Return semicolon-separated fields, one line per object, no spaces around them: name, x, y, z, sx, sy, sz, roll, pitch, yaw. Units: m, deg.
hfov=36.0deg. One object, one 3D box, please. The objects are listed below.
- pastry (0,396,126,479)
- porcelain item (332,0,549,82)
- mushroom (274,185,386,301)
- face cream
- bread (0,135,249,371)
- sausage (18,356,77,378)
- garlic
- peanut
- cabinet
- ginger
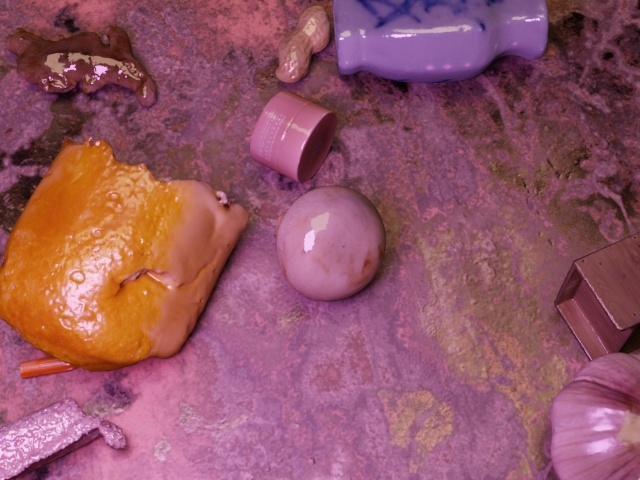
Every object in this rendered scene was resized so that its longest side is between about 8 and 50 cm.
pastry;-0.459;0.329;1.615;0.265;0.103;0.112;-17;81;-13
porcelain item;0.228;-0.426;1.935;0.405;0.178;0.242;-6;64;2
mushroom;0.000;0.000;1.743;0.207;0.207;0.215;-48;36;-19
face cream;-0.050;-0.194;1.841;0.104;0.149;0.149;27;67;16
bread;-0.360;0.025;1.683;0.361;0.250;0.394;20;67;13
sausage;-0.466;0.216;1.713;0.107;0.031;0.031;-10;63;-3
garlic;0.506;0.321;1.535;0.322;0.241;0.322;-13;50;16
peanut;-0.035;-0.394;1.984;0.082;0.082;0.187;27;68;14
cabinet;0.540;0.089;1.666;0.215;0.175;0.148;-23;65;-10
ginger;-0.485;-0.365;1.980;0.333;0.080;0.166;6;75;8
